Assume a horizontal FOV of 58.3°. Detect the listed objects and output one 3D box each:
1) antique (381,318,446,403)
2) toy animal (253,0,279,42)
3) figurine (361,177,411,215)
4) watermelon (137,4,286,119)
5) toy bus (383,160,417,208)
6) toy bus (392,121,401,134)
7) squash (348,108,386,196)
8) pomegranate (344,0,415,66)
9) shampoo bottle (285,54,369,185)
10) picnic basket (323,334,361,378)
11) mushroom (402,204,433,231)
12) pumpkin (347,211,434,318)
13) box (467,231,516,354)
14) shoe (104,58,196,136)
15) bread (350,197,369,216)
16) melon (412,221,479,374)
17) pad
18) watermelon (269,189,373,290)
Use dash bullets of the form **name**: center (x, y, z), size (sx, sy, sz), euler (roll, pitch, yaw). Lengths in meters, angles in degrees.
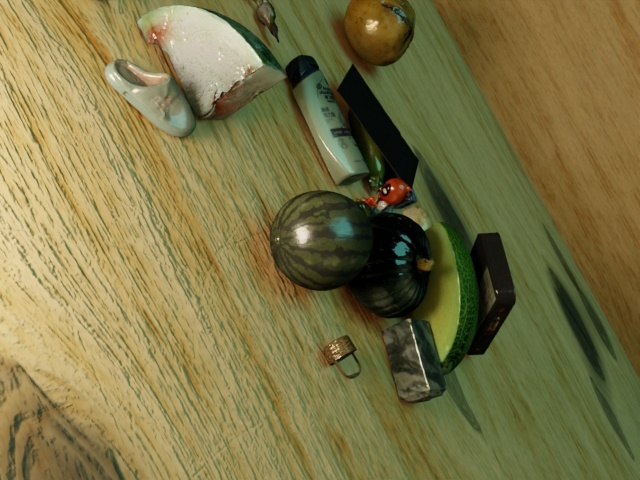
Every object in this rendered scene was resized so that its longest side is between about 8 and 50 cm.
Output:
- **antique**: center (0.221, 0.285, 1.348), size (0.086, 0.088, 0.183), euler (14, 56, -47)
- **toy animal**: center (-0.145, -0.621, 1.556), size (0.202, 0.070, 0.105), euler (68, 15, 17)
- **figurine**: center (0.179, -0.113, 1.539), size (0.075, 0.140, 0.068), euler (44, 34, -21)
- **watermelon**: center (-0.224, -0.355, 1.226), size (0.319, 0.214, 0.289), euler (20, -1, 5)
- **toy bus**: center (0.229, -0.181, 1.718), size (0.076, 0.073, 0.167), euler (3, 66, -55)
- **toy bus**: center (0.201, -0.384, 1.851), size (0.153, 0.051, 0.061), euler (48, 30, -18)
- **squash**: center (0.138, -0.274, 1.659), size (0.087, 0.087, 0.332), euler (19, 53, -45)
- **pomegranate**: center (0.203, -0.722, 1.946), size (0.260, 0.260, 0.260), euler (32, 43, -36)
- **shampoo bottle**: center (0.009, -0.321, 1.525), size (0.134, 0.078, 0.360), euler (-15, 78, -52)
- **picnic basket**: center (0.049, 0.242, 1.165), size (0.072, 0.072, 0.083), euler (-8, 59, -55)
- **mushroom**: center (0.259, -0.026, 1.605), size (0.148, 0.112, 0.148), euler (179, -90, -88)
- **pumpkin**: center (0.171, 0.056, 1.345), size (0.250, 0.216, 0.250), euler (-1, 91, -51)
- **box**: center (0.438, 0.153, 1.559), size (0.350, 0.058, 0.211), euler (93, -6, -56)
- **shoe**: center (-0.305, -0.276, 1.077), size (0.195, 0.078, 0.079), euler (36, 40, -27)
- **bread**: center (0.083, -0.076, 1.461), size (0.066, 0.060, 0.110), euler (41, 24, 25)
- **melon**: center (0.311, 0.166, 1.487), size (0.331, 0.226, 0.344), euler (89, -12, -65)
- **pad**: center (0.177, -0.328, 1.673), size (0.367, 0.007, 0.248), euler (52, 30, -19)
- **watermelon**: center (0.000, 0.000, 1.160), size (0.212, 0.212, 0.212), euler (32, 43, -36)
